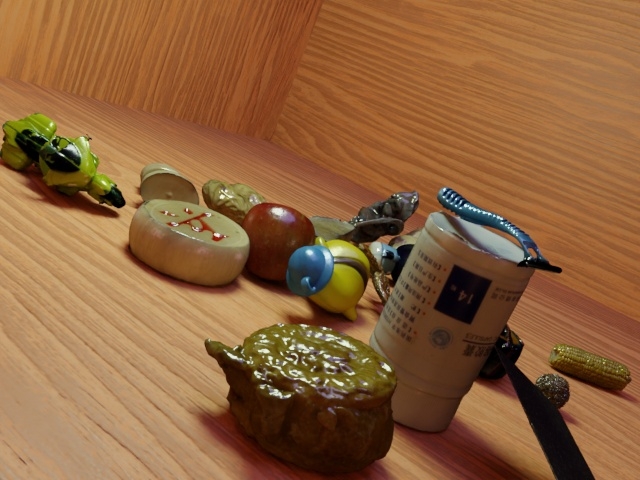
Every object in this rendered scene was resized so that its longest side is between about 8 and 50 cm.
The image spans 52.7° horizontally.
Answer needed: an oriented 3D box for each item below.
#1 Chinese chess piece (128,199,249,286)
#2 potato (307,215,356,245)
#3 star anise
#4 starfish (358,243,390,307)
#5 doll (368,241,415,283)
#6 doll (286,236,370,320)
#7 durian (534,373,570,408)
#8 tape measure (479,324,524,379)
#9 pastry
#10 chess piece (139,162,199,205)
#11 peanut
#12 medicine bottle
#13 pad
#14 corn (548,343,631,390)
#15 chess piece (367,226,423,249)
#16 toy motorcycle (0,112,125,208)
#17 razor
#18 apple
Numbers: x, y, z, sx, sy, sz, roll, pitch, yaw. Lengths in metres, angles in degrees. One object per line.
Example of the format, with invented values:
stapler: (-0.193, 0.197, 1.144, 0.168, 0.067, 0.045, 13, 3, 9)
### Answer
Chinese chess piece: (-0.271, 0.003, 1.343, 0.249, 0.103, 0.250, 21, 15, -6)
potato: (0.000, 0.000, 1.834, 0.138, 0.098, 0.243, 22, 18, 15)
star anise: (0.180, -0.050, 2.137, 0.139, 0.359, 0.316, 61, 0, 11)
starfish: (0.139, 0.092, 1.559, 0.241, 0.043, 0.227, 60, 4, -40)
doll: (0.267, 0.079, 1.880, 0.313, 0.141, 0.177, 9, -17, -6)
doll: (0.030, 0.084, 1.393, 0.200, 0.145, 0.363, 65, 17, 7)
durian: (0.499, 0.321, 1.385, 0.091, 0.080, 0.080, -19, 37, -38)
tape measure: (0.349, 0.212, 1.458, 0.202, 0.135, 0.223, 25, 14, -34)
pastry: (-0.014, 0.215, 0.876, 0.235, 0.132, 0.240, -3, 21, -45)
chess piece: (-0.418, -0.152, 1.744, 0.138, 0.124, 0.307, -13, 20, -14)
peanut: (-0.231, -0.099, 1.814, 0.196, 0.110, 0.233, 37, 18, 33)
medicine bottle: (0.198, 0.138, 1.075, 0.189, 0.332, 0.190, 21, 17, -7)
pad: (0.358, 0.318, 0.935, 0.220, 0.004, 0.330, 43, 20, -27)
corn: (0.715, 0.336, 1.709, 0.238, 0.080, 0.080, 18, 13, -7)
chess piece: (0.272, 0.041, 2.139, 0.137, 0.137, 0.300, 29, 25, 28)
toy motorcycle: (-0.599, -0.183, 1.473, 0.342, 0.142, 0.206, 28, -24, 27)
razor: (0.265, -0.024, 1.006, 0.081, 0.042, 0.253, 10, 20, -33)
apple: (-0.100, 0.001, 1.475, 0.180, 0.169, 0.181, 15, 3, -1)
